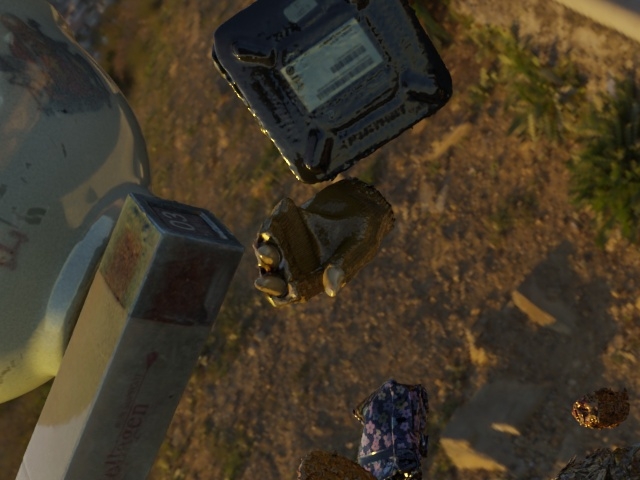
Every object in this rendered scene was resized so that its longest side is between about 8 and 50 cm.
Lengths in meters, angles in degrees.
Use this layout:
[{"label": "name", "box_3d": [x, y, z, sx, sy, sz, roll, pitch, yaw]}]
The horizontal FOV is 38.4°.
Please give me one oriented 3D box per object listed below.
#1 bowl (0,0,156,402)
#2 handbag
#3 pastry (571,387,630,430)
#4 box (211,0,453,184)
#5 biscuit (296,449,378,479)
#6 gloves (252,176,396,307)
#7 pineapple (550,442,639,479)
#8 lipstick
[{"label": "bowl", "box_3d": [-0.268, 0.006, 0.852, 0.435, 0.196, 0.435, -62, -8, -16]}, {"label": "handbag", "box_3d": [0.134, 0.386, 1.746, 0.229, 0.127, 0.208, 130, 148, -55]}, {"label": "pastry", "box_3d": [0.563, 0.340, 1.818, 0.087, 0.169, 0.063, -55, 48, 26]}, {"label": "box", "box_3d": [0.022, -0.313, 1.662, 0.359, 0.350, 0.091, -33, 15, 9]}, {"label": "biscuit", "box_3d": [0.063, 0.426, 1.418, 0.035, 0.254, 0.254, -46, 29, 17]}, {"label": "gloves", "box_3d": [0.000, 0.008, 1.642, 0.356, 0.203, 0.155, -31, -29, -49]}, {"label": "pineapple", "box_3d": [0.580, 0.561, 1.738, 0.352, 0.300, 0.352, -38, 10, 8]}, {"label": "lipstick", "box_3d": [-0.174, 0.147, 0.732, 0.080, 0.076, 0.371, 41, 112, 48]}]
